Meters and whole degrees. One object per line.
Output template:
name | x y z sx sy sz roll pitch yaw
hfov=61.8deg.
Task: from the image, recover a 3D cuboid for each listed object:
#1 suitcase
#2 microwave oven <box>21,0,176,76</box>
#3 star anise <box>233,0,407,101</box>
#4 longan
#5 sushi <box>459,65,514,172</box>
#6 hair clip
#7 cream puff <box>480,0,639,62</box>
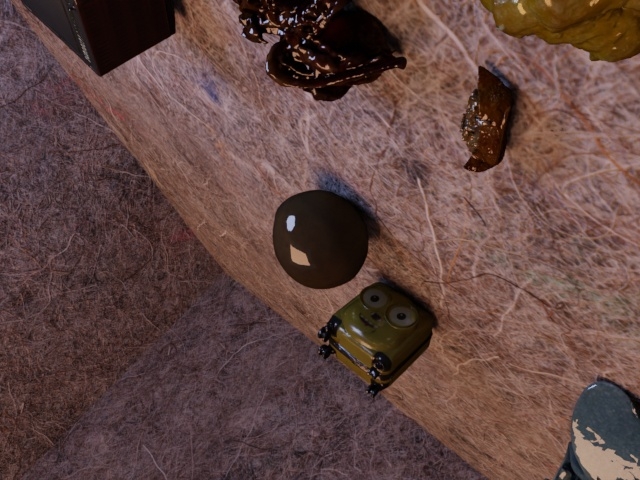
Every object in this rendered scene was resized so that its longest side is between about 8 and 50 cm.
suitcase | 0.134 0.213 1.237 0.194 0.235 0.143 32 142 32
microwave oven | -0.381 -0.439 0.887 0.247 0.188 0.178 44 159 14
star anise | -0.023 -0.246 0.629 0.190 0.126 0.220 53 165 -18
longan | 0.000 0.000 1.073 0.196 0.196 0.220 34 156 29
sushi | 0.178 -0.128 0.579 0.055 0.052 0.120 20 158 21
hair clip | 0.523 0.479 0.899 0.318 0.392 0.238 33 -173 37
cream puff | 0.183 -0.171 0.326 0.116 0.146 0.146 31 170 -24
